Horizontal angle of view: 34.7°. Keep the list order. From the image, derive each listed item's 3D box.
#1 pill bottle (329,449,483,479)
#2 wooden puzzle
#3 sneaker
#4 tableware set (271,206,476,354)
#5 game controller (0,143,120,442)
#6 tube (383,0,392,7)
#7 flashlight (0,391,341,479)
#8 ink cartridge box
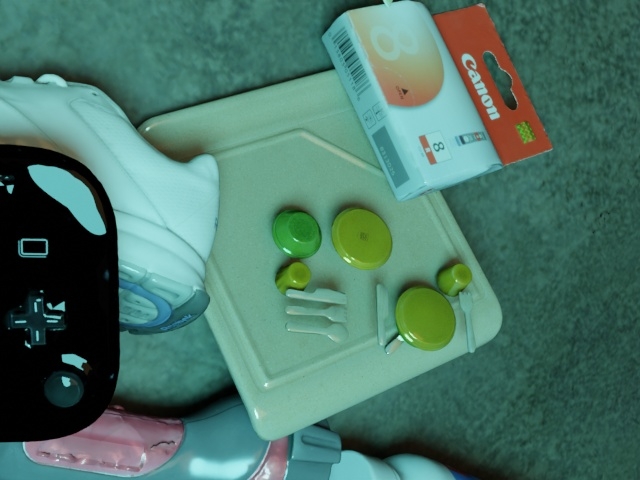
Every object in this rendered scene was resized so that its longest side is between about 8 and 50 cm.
[{"bbox_3d":[0.094,0.245,0.832,0.222,0.124,0.124,29,81,-32],"label":"pill bottle"},{"bbox_3d":[0.000,0.000,0.755,0.221,0.044,0.238,-20,82,-28],"label":"wooden puzzle"},{"bbox_3d":[-0.196,-0.049,0.631,0.297,0.111,0.129,28,55,-21],"label":"sneaker"},{"bbox_3d":[0.038,0.028,0.725,0.154,0.024,0.104,7,66,-21],"label":"tableware set"},{"bbox_3d":[-0.267,0.028,0.536,0.319,0.067,0.166,0,116,-7],"label":"game controller"},{"bbox_3d":[0.001,-0.287,0.742,0.070,0.062,0.240,-42,117,-11],"label":"tube"},{"bbox_3d":[-0.133,0.128,0.690,0.304,0.103,0.103,20,59,-32],"label":"flashlight"},{"bbox_3d":[0.105,-0.119,0.801,0.179,0.045,0.145,-20,81,-32],"label":"ink cartridge box"}]
